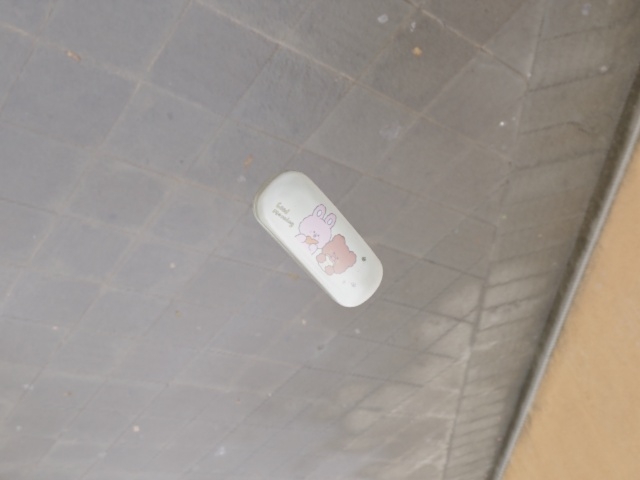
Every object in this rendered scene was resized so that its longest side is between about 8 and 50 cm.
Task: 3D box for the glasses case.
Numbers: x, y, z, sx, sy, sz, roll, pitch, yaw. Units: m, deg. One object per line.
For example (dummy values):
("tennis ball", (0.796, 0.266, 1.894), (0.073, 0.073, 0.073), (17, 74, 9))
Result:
("glasses case", (0.000, 0.000, 0.343), (0.032, 0.021, 0.083), (-46, 117, -8))
